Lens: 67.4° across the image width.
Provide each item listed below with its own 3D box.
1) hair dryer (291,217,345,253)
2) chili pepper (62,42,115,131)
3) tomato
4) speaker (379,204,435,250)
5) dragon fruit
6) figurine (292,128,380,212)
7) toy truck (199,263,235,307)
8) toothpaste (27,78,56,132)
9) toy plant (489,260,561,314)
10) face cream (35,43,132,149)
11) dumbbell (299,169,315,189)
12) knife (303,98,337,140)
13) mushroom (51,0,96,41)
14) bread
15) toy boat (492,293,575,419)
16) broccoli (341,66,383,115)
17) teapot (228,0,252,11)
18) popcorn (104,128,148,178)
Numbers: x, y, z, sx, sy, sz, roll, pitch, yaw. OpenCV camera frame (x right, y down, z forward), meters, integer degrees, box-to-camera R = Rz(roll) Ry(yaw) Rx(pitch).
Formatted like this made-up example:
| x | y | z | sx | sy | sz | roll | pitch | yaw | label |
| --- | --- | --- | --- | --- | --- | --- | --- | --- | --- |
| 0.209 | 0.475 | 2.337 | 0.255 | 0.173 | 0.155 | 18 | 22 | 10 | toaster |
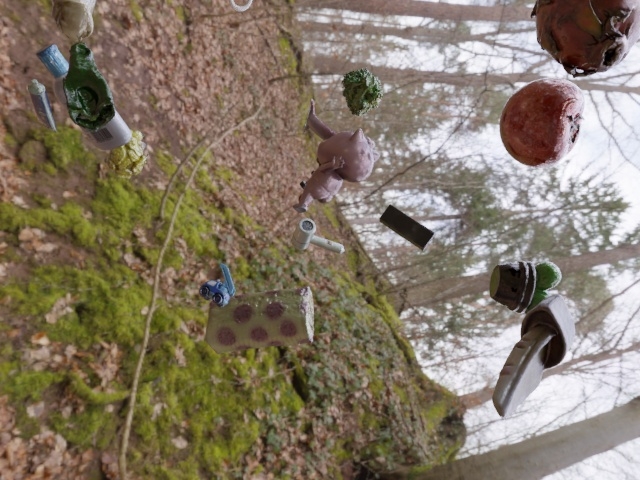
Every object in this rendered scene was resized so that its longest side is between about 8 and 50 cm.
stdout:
| x | y | z | sx | sy | sz | roll | pitch | yaw | label |
| --- | --- | --- | --- | --- | --- | --- | --- | --- | --- |
| 0.000 | 0.000 | 1.189 | 0.082 | 0.137 | 0.047 | 119 | -9 | -56 | hair dryer |
| -0.544 | -0.366 | 1.130 | 0.062 | 0.108 | 0.216 | 111 | -34 | -85 | chili pepper |
| 0.674 | -0.363 | 1.473 | 0.227 | 0.270 | 0.270 | 25 | -58 | 36 | tomato |
| 0.348 | -0.054 | 1.935 | 0.218 | 0.082 | 0.044 | 36 | -9 | 15 | speaker |
| 0.631 | -0.525 | 1.123 | 0.315 | 0.250 | 0.250 | -95 | -170 | -58 | dragon fruit |
| 0.025 | -0.204 | 1.375 | 0.287 | 0.176 | 0.186 | -47 | -124 | 13 | figurine |
| -0.230 | 0.102 | 1.100 | 0.090 | 0.073 | 0.056 | -62 | 173 | -18 | toy truck |
| -0.690 | -0.333 | 1.187 | 0.034 | 0.057 | 0.197 | -57 | -175 | -28 | toothpaste |
| 0.703 | 0.170 | 1.624 | 0.175 | 0.235 | 0.218 | -48 | 148 | -78 | toy plant |
| -0.737 | -0.438 | 1.487 | 0.336 | 0.163 | 0.080 | 62 | 37 | -36 | face cream |
| -0.040 | -0.226 | 1.802 | 0.040 | 0.083 | 0.036 | 52 | 12 | 23 | dumbbell |
| -0.009 | -0.375 | 1.612 | 0.278 | 0.053 | 0.123 | -123 | -142 | -50 | knife |
| -0.673 | -0.755 | 1.333 | 0.177 | 0.126 | 0.396 | 13 | -87 | 32 | mushroom |
| -0.193 | 0.258 | 1.574 | 0.155 | 0.338 | 0.187 | 76 | 7 | -46 | bread |
| 0.479 | 0.282 | 1.105 | 0.111 | 0.293 | 0.276 | 30 | -11 | 37 | toy boat |
| 0.179 | -0.625 | 1.978 | 0.194 | 0.194 | 0.219 | -173 | -84 | -70 | broccoli |
| -0.175 | -0.647 | 1.100 | 0.145 | 0.092 | 0.226 | -148 | -122 | -64 | teapot |
| -0.732 | -0.341 | 1.801 | 0.168 | 0.174 | 0.195 | 118 | -27 | -62 | popcorn |
